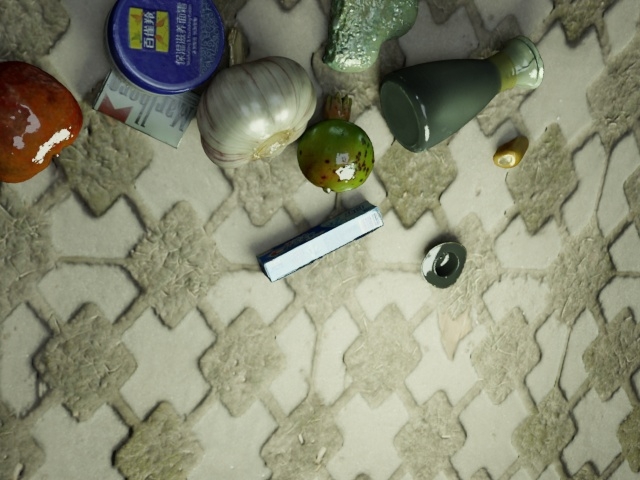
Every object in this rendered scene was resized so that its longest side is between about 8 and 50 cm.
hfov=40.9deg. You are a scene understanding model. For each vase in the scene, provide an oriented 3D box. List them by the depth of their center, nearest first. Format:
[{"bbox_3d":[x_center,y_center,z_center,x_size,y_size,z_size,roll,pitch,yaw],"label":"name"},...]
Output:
[{"bbox_3d":[0.296,-0.315,1.770,0.321,0.173,0.173,-25,114,-18],"label":"vase"}]

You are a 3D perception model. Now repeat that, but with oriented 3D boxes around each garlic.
[{"bbox_3d":[-0.134,-0.284,1.613,0.245,0.245,0.253,-21,78,-13],"label":"garlic"}]

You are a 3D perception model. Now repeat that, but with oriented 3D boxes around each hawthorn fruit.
[{"bbox_3d":[-0.544,-0.228,1.474,0.207,0.207,0.243,-45,112,-1],"label":"hawthorn fruit"}]

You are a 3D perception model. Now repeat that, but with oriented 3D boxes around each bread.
[{"bbox_3d":[0.091,-0.440,1.699,0.232,0.064,0.172,-39,118,-6],"label":"bread"},{"bbox_3d":[0.426,-0.194,1.915,0.062,0.103,0.049,-16,107,33],"label":"bread"}]

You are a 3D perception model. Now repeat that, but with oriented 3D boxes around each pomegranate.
[{"bbox_3d":[0.033,-0.192,1.721,0.159,0.159,0.205,7,80,-22],"label":"pomegranate"}]

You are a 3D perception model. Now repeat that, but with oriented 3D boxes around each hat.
[{"bbox_3d":[0.273,0.050,1.934,0.121,0.050,0.121,-7,108,-23],"label":"hat"}]

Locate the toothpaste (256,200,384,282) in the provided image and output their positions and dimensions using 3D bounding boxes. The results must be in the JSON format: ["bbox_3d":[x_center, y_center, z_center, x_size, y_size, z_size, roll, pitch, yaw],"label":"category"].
[{"bbox_3d":[0.000,0.000,1.810,0.272,0.066,0.053,-27,115,-10],"label":"toothpaste"}]

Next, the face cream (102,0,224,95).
[{"bbox_3d":[-0.284,-0.362,1.544,0.206,0.111,0.205,-1,92,-26],"label":"face cream"}]

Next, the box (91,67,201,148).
[{"bbox_3d":[-0.325,-0.261,1.622,0.178,0.036,0.115,24,99,-26],"label":"box"}]
